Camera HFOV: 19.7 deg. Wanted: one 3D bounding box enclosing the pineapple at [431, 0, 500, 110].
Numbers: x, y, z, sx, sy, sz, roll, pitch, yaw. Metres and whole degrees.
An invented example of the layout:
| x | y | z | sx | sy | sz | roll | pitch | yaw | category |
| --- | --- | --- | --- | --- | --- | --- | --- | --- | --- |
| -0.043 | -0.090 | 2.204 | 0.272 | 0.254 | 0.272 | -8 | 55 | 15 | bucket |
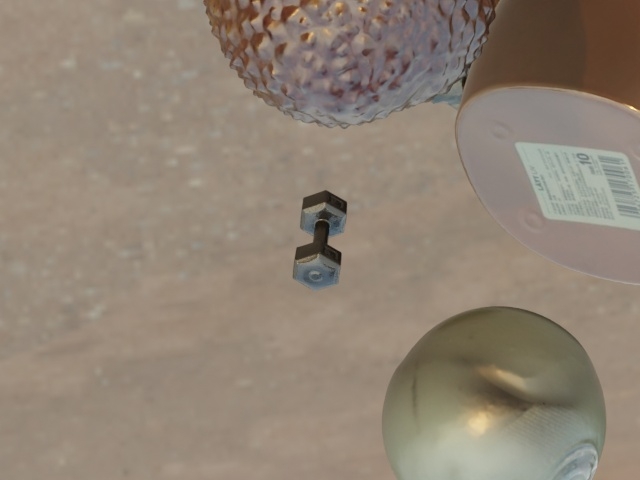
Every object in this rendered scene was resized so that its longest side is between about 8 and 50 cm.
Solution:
| x | y | z | sx | sy | sz | roll | pitch | yaw | category |
| --- | --- | --- | --- | --- | --- | --- | --- | --- | --- |
| 0.179 | -0.206 | 2.047 | 0.119 | 0.111 | 0.237 | -3 | -157 | 22 | pineapple |

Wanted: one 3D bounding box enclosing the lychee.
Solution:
| x | y | z | sx | sy | sz | roll | pitch | yaw | category |
| --- | --- | --- | --- | --- | --- | --- | --- | --- | --- |
| 0.020 | -0.164 | 1.140 | 0.194 | 0.194 | 0.194 | -7 | 161 | -2 | lychee |

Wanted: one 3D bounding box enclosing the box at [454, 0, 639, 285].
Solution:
| x | y | z | sx | sy | sz | roll | pitch | yaw | category |
| --- | --- | --- | --- | --- | --- | --- | --- | --- | --- |
| 0.267 | -0.111 | 1.521 | 0.301 | 0.216 | 0.301 | 24 | 147 | 17 | box |

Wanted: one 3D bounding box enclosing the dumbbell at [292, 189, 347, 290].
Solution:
| x | y | z | sx | sy | sz | roll | pitch | yaw | category |
| --- | --- | --- | --- | --- | --- | --- | --- | --- | --- |
| 0.000 | 0.000 | 1.404 | 0.040 | 0.083 | 0.036 | -17 | 127 | 20 | dumbbell |

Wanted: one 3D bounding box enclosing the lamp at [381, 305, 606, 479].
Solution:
| x | y | z | sx | sy | sz | roll | pitch | yaw | category |
| --- | --- | --- | --- | --- | --- | --- | --- | --- | --- |
| 0.080 | 0.082 | 0.847 | 0.105 | 0.105 | 0.105 | -7 | 161 | -2 | lamp |
